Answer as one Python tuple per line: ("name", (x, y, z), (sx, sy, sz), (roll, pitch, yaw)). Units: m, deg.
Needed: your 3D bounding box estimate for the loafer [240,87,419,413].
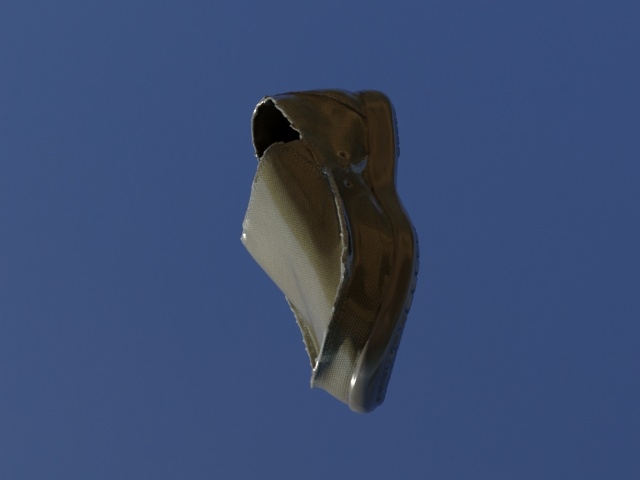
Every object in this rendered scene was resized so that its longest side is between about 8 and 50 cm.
("loafer", (0.000, 0.000, 0.600), (0.050, 0.056, 0.148), (8, -148, -8))
